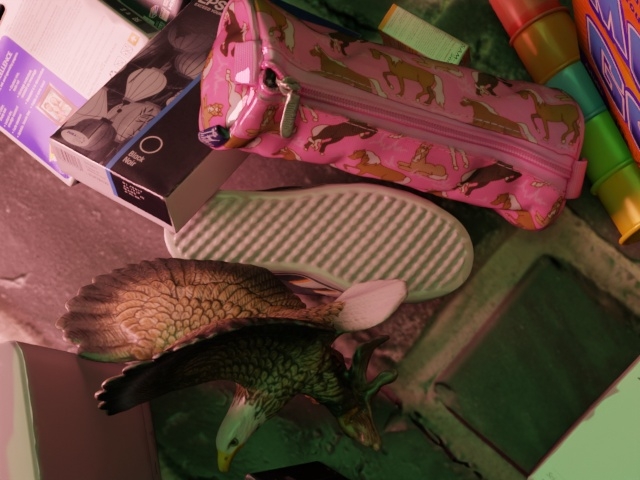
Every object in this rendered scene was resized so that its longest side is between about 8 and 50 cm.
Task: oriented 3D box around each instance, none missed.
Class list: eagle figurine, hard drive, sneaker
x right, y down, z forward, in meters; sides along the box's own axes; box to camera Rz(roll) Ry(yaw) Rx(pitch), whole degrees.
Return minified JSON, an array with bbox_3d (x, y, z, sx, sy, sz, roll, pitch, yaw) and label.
[{"bbox_3d":[-0.075,0.109,1.236,0.298,0.226,0.225,29,48,-24],"label":"eagle figurine"},{"bbox_3d":[-0.228,0.228,1.267,0.047,0.353,0.233,-12,79,8],"label":"hard drive"},{"bbox_3d":[0.000,0.000,1.389,0.321,0.127,0.126,8,85,1],"label":"sneaker"}]

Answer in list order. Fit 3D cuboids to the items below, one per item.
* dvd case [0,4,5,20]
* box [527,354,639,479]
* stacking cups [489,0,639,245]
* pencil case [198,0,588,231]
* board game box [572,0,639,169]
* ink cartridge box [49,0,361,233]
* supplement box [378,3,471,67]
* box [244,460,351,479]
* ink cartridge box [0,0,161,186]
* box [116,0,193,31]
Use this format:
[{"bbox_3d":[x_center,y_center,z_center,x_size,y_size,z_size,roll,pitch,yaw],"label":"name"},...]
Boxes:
[{"bbox_3d":[-0.495,-0.232,1.556,0.179,0.029,0.238,26,85,13],"label":"dvd case"},{"bbox_3d":[0.330,0.235,1.294,0.181,0.119,0.182,44,90,14],"label":"box"},{"bbox_3d":[0.276,-0.150,1.378,0.096,0.096,0.316,-31,77,3],"label":"stacking cups"},{"bbox_3d":[0.074,-0.122,1.281,0.386,0.160,0.167,14,50,-22],"label":"pencil case"},{"bbox_3d":[0.444,-0.181,1.103,0.356,0.356,0.356,-23,62,4],"label":"board game box"},{"bbox_3d":[-0.116,-0.167,1.382,0.165,0.065,0.332,26,59,25],"label":"ink cartridge box"},{"bbox_3d":[0.116,-0.215,1.433,0.098,0.062,0.036,32,86,14],"label":"supplement box"},{"bbox_3d":[0.061,0.359,1.204,0.312,0.343,0.179,28,87,13],"label":"box"},{"bbox_3d":[-0.306,-0.204,1.472,0.208,0.045,0.206,37,113,11],"label":"ink cartridge box"},{"bbox_3d":[-0.207,-0.327,1.450,0.183,0.059,0.232,35,121,13],"label":"box"}]
